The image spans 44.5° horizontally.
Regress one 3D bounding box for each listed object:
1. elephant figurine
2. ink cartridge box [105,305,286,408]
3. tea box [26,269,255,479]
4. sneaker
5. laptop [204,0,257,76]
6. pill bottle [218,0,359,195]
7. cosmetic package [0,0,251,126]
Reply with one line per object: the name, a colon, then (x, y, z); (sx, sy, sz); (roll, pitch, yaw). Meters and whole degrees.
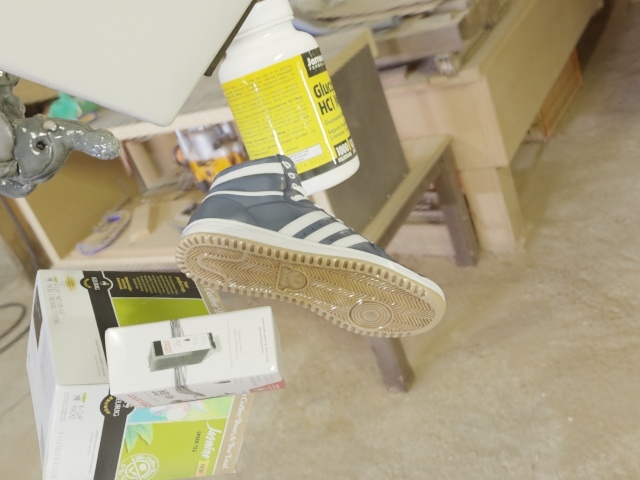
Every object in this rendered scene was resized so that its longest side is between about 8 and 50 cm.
elephant figurine: (-0.424, -0.132, 1.061); (0.169, 0.239, 0.186); (-25, -22, -51)
ink cartridge box: (-0.101, 0.102, 0.661); (0.135, 0.099, 0.056); (-8, 71, -1)
tea box: (-0.318, 0.223, 1.346); (0.323, 0.220, 0.329); (2, 28, -26)
sneaker: (0.000, 0.000, 0.838); (0.282, 0.099, 0.153); (16, 40, -5)
laptop: (-0.207, -0.466, 0.840); (0.236, 0.408, 0.382); (17, 69, 31)
pill bottle: (-0.068, -0.252, 1.400); (0.188, 0.334, 0.188); (-20, 14, 5)
cosmetic package: (-0.210, -0.207, 0.263); (0.230, 0.453, 0.161); (41, 102, 21)
